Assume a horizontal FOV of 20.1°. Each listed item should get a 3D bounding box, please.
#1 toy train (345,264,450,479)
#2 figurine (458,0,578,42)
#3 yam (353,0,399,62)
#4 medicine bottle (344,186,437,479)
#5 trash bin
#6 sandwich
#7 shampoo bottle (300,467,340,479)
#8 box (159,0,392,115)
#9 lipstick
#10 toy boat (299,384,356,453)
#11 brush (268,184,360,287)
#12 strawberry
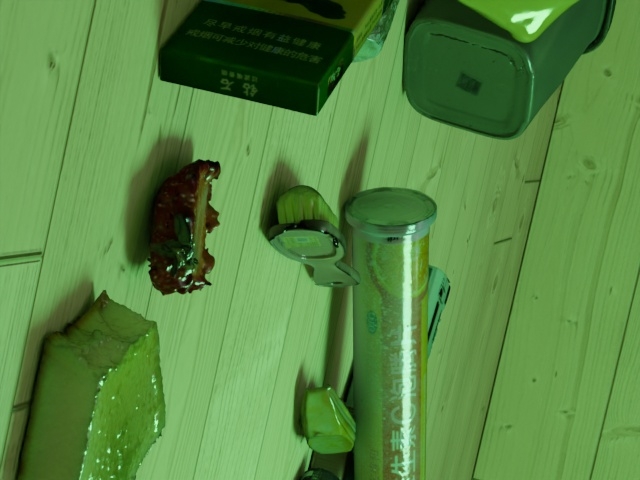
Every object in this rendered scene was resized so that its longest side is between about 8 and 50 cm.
[{"bbox_3d":[0.075,0.224,2.380,0.088,0.086,0.407,69,37,-69],"label":"toy train"},{"bbox_3d":[0.187,-0.473,2.049,0.361,0.266,0.378,44,23,-46],"label":"figurine"},{"bbox_3d":[0.048,-0.260,1.797,0.078,0.078,0.179,73,31,-65],"label":"yam"},{"bbox_3d":[0.087,0.149,2.189,0.108,0.108,0.426,-55,147,-58],"label":"medicine bottle"},{"bbox_3d":[0.233,-0.272,2.284,0.220,0.219,0.250,88,27,-44],"label":"trash bin"},{"bbox_3d":[-0.176,0.139,1.313,0.193,0.058,0.162,-61,158,-44],"label":"sandwich"},{"bbox_3d":[-0.030,0.361,2.151,0.208,0.063,0.057,-64,172,-49],"label":"shampoo bottle"},{"bbox_3d":[-0.025,-0.182,1.448,0.235,0.132,0.034,-61,159,-51],"label":"box"},{"bbox_3d":[0.013,0.279,2.271,0.045,0.045,0.145,15,87,-76],"label":"lipstick"},{"bbox_3d":[0.007,0.212,2.147,0.172,0.065,0.066,70,13,-69],"label":"toy boat"},{"bbox_3d":[0.002,-0.001,1.906,0.313,0.072,0.067,53,38,-74],"label":"brush"},{"bbox_3d":[-0.111,-0.014,1.455,0.152,0.048,0.104,-81,171,-64],"label":"strawberry"}]
